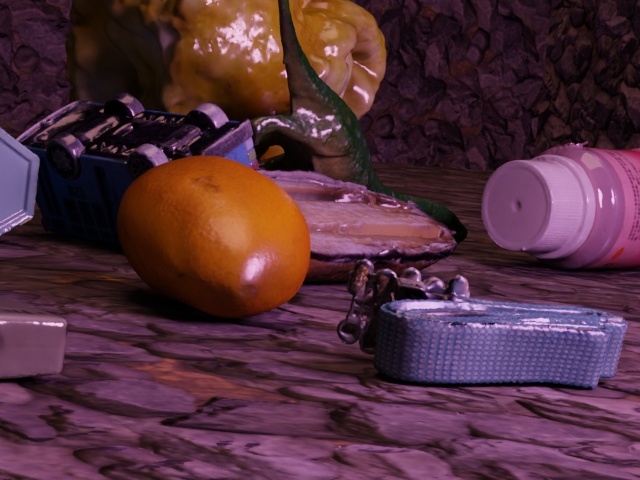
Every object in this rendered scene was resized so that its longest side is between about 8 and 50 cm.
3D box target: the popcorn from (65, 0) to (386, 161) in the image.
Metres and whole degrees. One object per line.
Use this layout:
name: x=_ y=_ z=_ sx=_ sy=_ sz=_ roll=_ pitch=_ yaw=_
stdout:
popcorn: x=-0.124 y=-0.177 z=1.750 sx=0.334 sy=0.294 sz=0.292 roll=-26 pitch=-2 yaw=38

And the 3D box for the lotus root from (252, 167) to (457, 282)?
lotus root: x=0.000 y=0.000 z=1.499 sx=0.329 sy=0.078 sz=0.167 roll=2 pitch=30 yaw=-47

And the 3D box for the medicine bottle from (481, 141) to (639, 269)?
medicine bottle: x=0.297 y=-0.036 z=1.802 sx=0.247 sy=0.147 sz=0.147 roll=0 pitch=9 yaw=-44

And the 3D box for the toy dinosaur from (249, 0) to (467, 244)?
toy dinosaur: x=0.054 y=-0.101 z=1.643 sx=0.300 sy=0.447 sz=0.087 roll=-16 pitch=51 yaw=-19

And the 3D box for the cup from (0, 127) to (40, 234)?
cup: x=-0.374 y=-0.074 z=1.522 sx=0.148 sy=0.134 sz=0.235 roll=-2 pitch=11 yaw=-38

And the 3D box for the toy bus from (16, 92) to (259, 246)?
toy bus: x=-0.177 y=-0.060 z=1.559 sx=0.234 sy=0.134 sz=0.116 roll=10 pitch=37 yaw=36

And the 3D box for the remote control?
remote control: x=-0.262 y=0.043 z=0.968 sx=0.123 sy=0.038 sz=0.285 roll=5 pitch=3 yaw=-35

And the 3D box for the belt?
belt: x=0.111 y=0.062 z=1.050 sx=0.179 sy=0.065 sz=0.100 roll=6 pitch=14 yaw=-22

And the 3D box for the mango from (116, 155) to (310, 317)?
mango: x=-0.079 y=0.003 z=1.217 sx=0.144 sy=0.112 sz=0.219 roll=5 pitch=17 yaw=-17
